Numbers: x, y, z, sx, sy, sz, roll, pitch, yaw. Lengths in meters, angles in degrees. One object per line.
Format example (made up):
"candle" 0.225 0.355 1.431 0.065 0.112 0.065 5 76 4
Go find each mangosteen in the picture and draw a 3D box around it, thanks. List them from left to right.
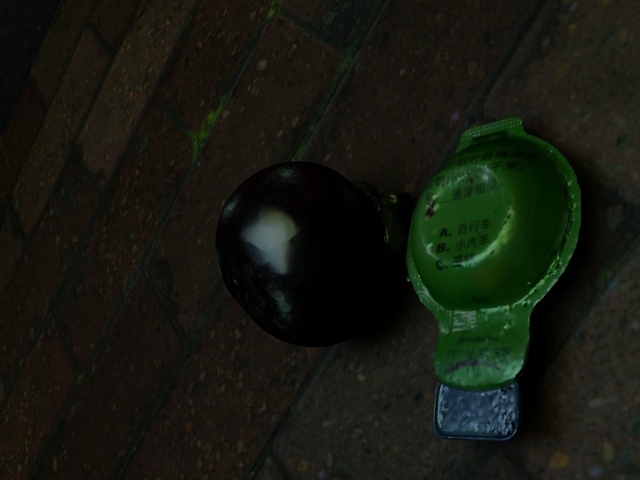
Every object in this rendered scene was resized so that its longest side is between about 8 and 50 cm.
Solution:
"mangosteen" -0.011 0.004 0.878 0.216 0.216 0.216 -20 62 44

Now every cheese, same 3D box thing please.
"cheese" 0.158 0.030 0.748 0.203 0.083 0.321 -11 66 45
